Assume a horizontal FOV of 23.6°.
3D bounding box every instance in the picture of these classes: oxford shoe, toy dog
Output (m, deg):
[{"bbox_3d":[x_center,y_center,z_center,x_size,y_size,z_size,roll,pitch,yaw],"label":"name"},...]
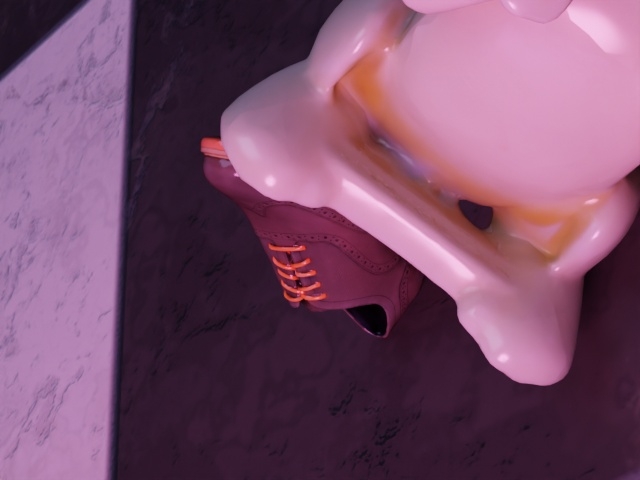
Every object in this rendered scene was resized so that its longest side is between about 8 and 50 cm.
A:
[{"bbox_3d":[0.000,0.000,1.124,0.097,0.271,0.098,11,77,39],"label":"oxford shoe"},{"bbox_3d":[0.199,-0.164,0.983,0.408,0.284,0.395,-50,-4,37],"label":"toy dog"}]
